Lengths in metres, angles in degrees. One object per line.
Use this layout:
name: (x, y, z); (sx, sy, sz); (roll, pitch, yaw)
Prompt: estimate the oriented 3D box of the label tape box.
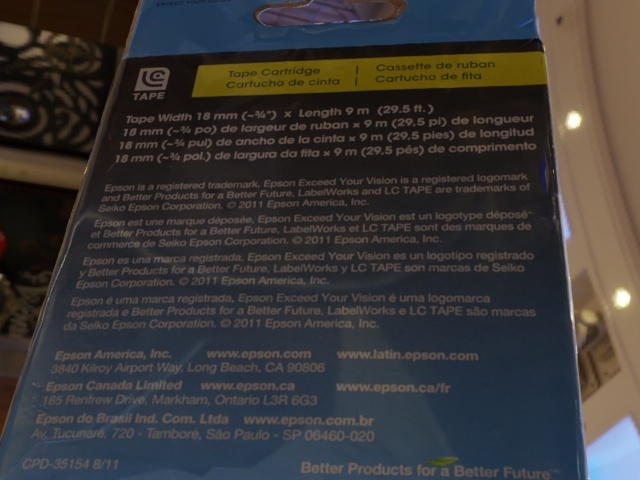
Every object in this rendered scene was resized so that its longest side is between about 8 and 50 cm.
label tape box: (0.000, 0.000, 0.487); (0.106, 0.241, 0.333); (78, 15, -51)
